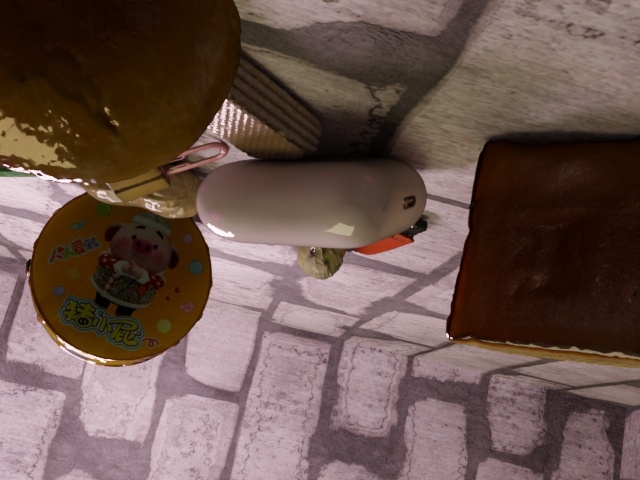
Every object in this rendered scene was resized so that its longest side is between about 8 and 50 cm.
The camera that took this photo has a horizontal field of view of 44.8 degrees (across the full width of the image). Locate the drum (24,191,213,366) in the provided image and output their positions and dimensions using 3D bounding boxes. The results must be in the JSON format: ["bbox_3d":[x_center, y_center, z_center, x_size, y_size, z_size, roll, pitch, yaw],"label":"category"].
[{"bbox_3d":[-0.476,0.090,1.843,0.430,0.432,0.214,17,164,-16],"label":"drum"}]

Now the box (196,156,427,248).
[{"bbox_3d":[-0.012,-0.069,1.315,0.348,0.141,0.288,4,-168,27],"label":"box"}]

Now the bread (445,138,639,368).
[{"bbox_3d":[0.370,0.016,1.113,0.332,0.324,0.143,2,160,28],"label":"bread"}]

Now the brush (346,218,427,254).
[{"bbox_3d":[0.129,-0.005,1.714,0.070,0.051,0.323,16,164,-22],"label":"brush"}]

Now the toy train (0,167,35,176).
[{"bbox_3d":[-0.573,-0.205,1.406,0.300,0.120,0.202,2,154,29],"label":"toy train"}]

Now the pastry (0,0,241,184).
[{"bbox_3d":[-0.249,-0.222,0.784,0.355,0.356,0.164,17,154,-17],"label":"pastry"}]

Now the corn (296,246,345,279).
[{"bbox_3d":[-0.004,0.002,1.708,0.122,0.123,0.305,14,162,8],"label":"corn"}]

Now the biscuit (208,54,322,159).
[{"bbox_3d":[-0.171,-0.233,1.112,0.143,0.079,0.426,1,160,37],"label":"biscuit"}]

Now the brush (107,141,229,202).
[{"bbox_3d":[-0.285,-0.144,1.456,0.233,0.047,0.103,-18,156,3],"label":"brush"}]

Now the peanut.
[{"bbox_3d":[-0.373,-0.113,1.604,0.274,0.111,0.125,10,179,5],"label":"peanut"}]
